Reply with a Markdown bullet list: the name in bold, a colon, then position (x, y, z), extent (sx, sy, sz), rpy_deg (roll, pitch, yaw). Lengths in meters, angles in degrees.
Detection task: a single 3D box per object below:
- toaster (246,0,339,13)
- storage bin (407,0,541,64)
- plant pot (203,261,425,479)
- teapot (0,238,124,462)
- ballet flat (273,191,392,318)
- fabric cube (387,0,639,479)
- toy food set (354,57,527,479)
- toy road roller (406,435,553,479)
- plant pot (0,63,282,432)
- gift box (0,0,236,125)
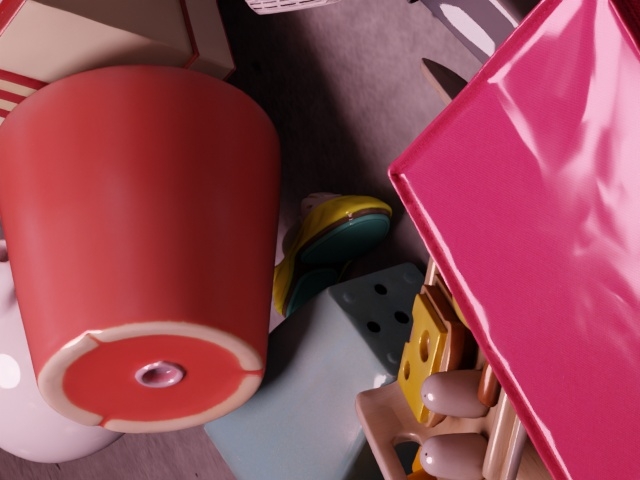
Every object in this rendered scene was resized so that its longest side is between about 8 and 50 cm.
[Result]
- **toaster**: position (-0.008, -0.269, 1.298), extent (0.227, 0.129, 0.146), rpy_deg (4, 113, 56)
- **storage bin**: position (0.128, -0.170, 1.058), extent (0.091, 0.135, 0.098), rpy_deg (52, 144, 7)
- **plant pot**: position (0.031, 0.140, 1.464), extent (0.165, 0.165, 0.234), rpy_deg (53, 138, 26)
- **teapot**: position (-0.244, 0.100, 1.639), extent (0.187, 0.256, 0.252), rpy_deg (-25, 95, 32)
- **ballet flat**: position (0.000, 0.000, 1.513), extent (0.231, 0.077, 0.077), rpy_deg (122, 138, -56)
- **fabric cube**: position (0.243, -0.027, 0.915), extent (0.254, 0.258, 0.259), rpy_deg (63, 149, 12)
- **toy food set**: position (0.086, 0.045, 1.182), extent (0.220, 0.092, 0.306), rpy_deg (-117, 35, -61)
- **toy road roller**: position (0.112, 0.273, 1.325), extent (0.202, 0.241, 0.329), rpy_deg (51, 145, 28)
- **plant pot**: position (-0.154, 0.021, 1.420), extent (0.275, 0.275, 0.243), rpy_deg (116, 152, -51)
- **gift box**: position (-0.223, -0.202, 1.507), extent (0.276, 0.258, 0.255), rpy_deg (-38, 51, 36)
